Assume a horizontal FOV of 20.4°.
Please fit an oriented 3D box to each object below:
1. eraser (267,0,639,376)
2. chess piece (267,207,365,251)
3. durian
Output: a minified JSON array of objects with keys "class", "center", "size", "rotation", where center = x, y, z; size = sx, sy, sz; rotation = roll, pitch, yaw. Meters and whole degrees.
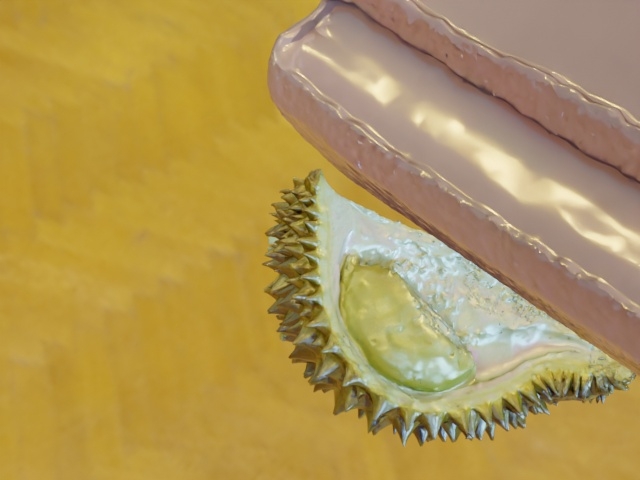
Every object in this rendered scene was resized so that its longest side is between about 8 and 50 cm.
[{"class":"eraser","center":[0.180,-0.074,0.709],"size":[0.359,0.272,0.122],"rotation":[37,0,39]},{"class":"chess piece","center":[0.000,0.000,1.822],"size":[0.067,0.103,0.067],"rotation":[12,76,-62]},{"class":"durian","center":[0.083,0.074,1.361],"size":[0.306,0.166,0.172],"rotation":[23,1,-6]}]
